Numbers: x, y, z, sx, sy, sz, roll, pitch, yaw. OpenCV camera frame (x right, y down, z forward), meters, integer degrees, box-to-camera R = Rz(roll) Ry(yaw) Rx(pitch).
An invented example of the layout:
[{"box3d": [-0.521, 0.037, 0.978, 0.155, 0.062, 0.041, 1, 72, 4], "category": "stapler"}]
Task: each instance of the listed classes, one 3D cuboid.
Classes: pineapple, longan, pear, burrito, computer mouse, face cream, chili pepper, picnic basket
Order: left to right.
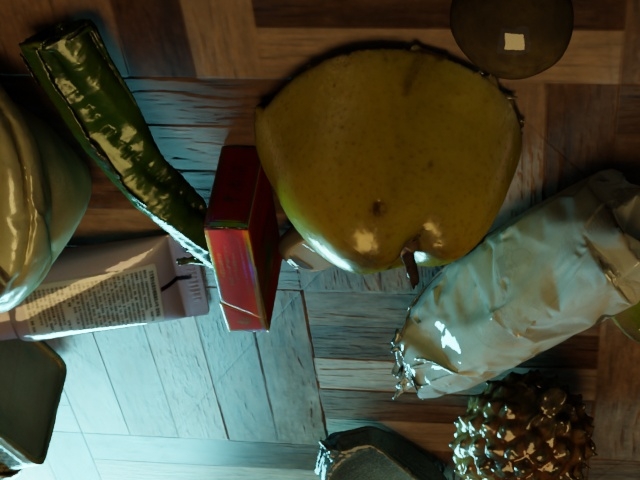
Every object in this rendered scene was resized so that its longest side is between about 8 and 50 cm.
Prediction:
[{"box3d": [-0.438, 0.161, 1.767, 0.139, 0.165, 0.266, -17, 135, 26], "category": "picnic basket"}, {"box3d": [-0.267, 0.055, 1.677, 0.274, 0.096, 0.154, -7, 138, -1], "category": "face cream"}, {"box3d": [-0.181, -0.074, 1.494, 0.085, 0.076, 0.359, -12, 134, 18], "category": "chili pepper"}, {"box3d": [0.000, -0.002, 1.581, 0.096, 0.039, 0.066, -26, 136, 33], "category": "computer mouse"}, {"box3d": [0.058, -0.048, 1.408, 0.267, 0.178, 0.267, 5, 137, 5], "category": "pear"}, {"box3d": [0.085, 0.305, 1.928, 0.229, 0.068, 0.113, 39, 115, -18], "category": "computer mouse"}, {"box3d": [0.193, 0.063, 1.561, 0.101, 0.139, 0.445, -5, 158, -38], "category": "burrito"}, {"box3d": [0.160, -0.196, 1.271, 0.106, 0.106, 0.119, -15, 97, 27], "category": "longan"}, {"box3d": [0.241, 0.225, 1.728, 0.166, 0.166, 0.193, 15, 140, -8], "category": "pineapple"}]

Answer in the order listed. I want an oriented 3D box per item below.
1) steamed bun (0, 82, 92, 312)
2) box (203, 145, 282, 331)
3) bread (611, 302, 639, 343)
[{"box3d": [-0.437, -0.026, 1.475, 0.394, 0.237, 0.346, 15, 142, -8], "category": "steamed bun"}, {"box3d": [-0.078, 0.000, 1.542, 0.048, 0.112, 0.175, 2, 140, 8], "category": "box"}, {"box3d": [0.404, 0.040, 1.533, 0.236, 0.070, 0.236, 6, 142, 5], "category": "bread"}]
